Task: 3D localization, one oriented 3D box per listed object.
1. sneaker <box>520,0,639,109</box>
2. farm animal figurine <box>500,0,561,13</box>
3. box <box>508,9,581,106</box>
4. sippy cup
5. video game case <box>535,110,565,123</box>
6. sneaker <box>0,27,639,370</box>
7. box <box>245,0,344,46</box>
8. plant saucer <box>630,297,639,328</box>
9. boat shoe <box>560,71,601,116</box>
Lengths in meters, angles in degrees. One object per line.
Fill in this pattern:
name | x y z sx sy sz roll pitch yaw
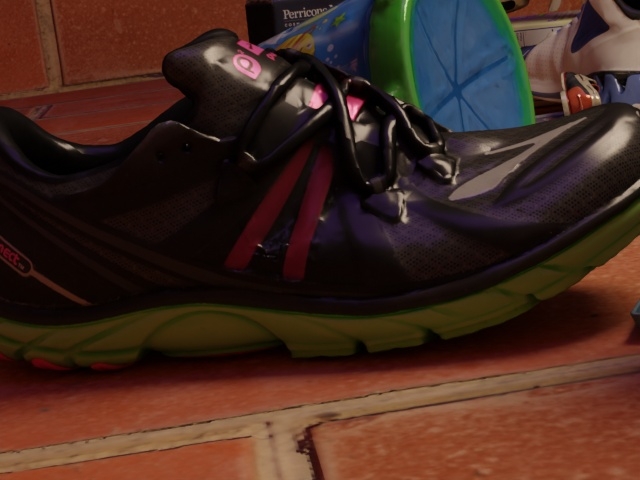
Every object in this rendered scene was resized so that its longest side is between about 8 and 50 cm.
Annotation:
sneaker | 0.361 -0.256 1.686 0.127 0.182 0.315 4 9 -20
farm animal figurine | 0.323 -0.404 1.791 0.327 0.330 0.172 20 -5 -10
box | 0.379 -0.267 1.938 0.243 0.117 0.213 -4 13 14
sippy cup | 0.039 -0.110 1.188 0.224 0.240 0.305 -12 -19 32
video game case | 0.255 -0.122 1.547 0.183 0.023 0.201 -10 12 -10
sneaker | -0.013 -0.038 0.864 0.483 0.202 0.185 -7 12 3
box | 0.017 -0.152 1.377 0.153 0.207 0.108 -11 12 -16
plant saucer | 0.245 0.026 0.856 0.067 0.018 0.192 -2 14 23
boat shoe | 0.301 -0.169 1.563 0.043 0.049 0.137 -14 14 14
